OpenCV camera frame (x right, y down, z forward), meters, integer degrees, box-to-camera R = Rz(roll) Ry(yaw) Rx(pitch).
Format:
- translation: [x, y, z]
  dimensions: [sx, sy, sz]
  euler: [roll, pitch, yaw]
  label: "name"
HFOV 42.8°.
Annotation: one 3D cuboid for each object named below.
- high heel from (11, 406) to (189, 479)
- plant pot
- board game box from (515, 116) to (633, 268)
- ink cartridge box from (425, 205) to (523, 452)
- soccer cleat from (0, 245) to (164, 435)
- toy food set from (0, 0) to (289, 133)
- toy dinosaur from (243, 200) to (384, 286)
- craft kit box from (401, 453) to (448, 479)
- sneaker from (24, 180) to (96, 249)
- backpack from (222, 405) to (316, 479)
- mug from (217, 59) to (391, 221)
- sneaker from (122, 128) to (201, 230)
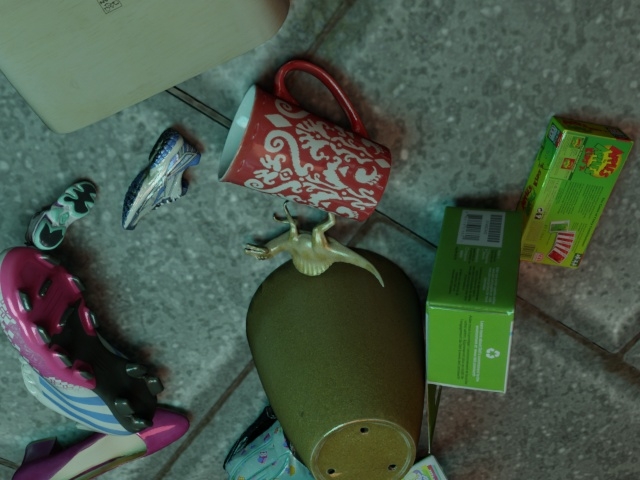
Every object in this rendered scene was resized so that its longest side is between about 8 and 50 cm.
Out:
- translation: [-0.297, 0.300, 1.102]
  dimensions: [0.244, 0.117, 0.082]
  euler: [-10, 121, -2]
  label: "high heel"
- translation: [0.033, 0.175, 0.995]
  dimensions: [0.237, 0.254, 0.237]
  euler: [-4, 122, -6]
  label: "plant pot"
- translation: [0.304, -0.057, 1.015]
  dimensions: [0.092, 0.043, 0.181]
  euler: [8, 120, -12]
  label: "board game box"
- translation: [0.188, 0.113, 0.998]
  dimensions: [0.097, 0.188, 0.255]
  euler: [4, 129, 14]
  label: "ink cartridge box"
- translation: [-0.322, 0.140, 0.987]
  dimensions: [0.143, 0.116, 0.331]
  euler: [-8, 134, 20]
  label: "soccer cleat"
- translation: [-0.210, -0.256, 0.814]
  dimensions: [0.306, 0.092, 0.219]
  euler: [-23, 132, 8]
  label: "toy food set"
- translation: [0.000, 0.000, 0.985]
  dimensions: [0.183, 0.053, 0.092]
  euler: [9, 104, 21]
  label: "toy dinosaur"
- translation: [0.037, 0.374, 1.103]
  dimensions: [0.250, 0.061, 0.246]
  euler: [-28, 165, -10]
  label: "craft kit box"
- translation: [-0.309, -0.031, 0.949]
  dimensions: [0.069, 0.098, 0.038]
  euler: [0, 134, 47]
  label: "sneaker"
- translation: [-0.056, 0.325, 1.153]
  dimensions: [0.182, 0.115, 0.152]
  euler: [-39, 121, 19]
  label: "backpack"
- translation: [-0.008, -0.105, 0.901]
  dimensions: [0.169, 0.113, 0.150]
  euler: [20, 114, -16]
  label: "mug"
- translation: [-0.184, -0.059, 0.945]
  dimensions: [0.058, 0.052, 0.135]
  euler: [27, 114, -26]
  label: "sneaker"
